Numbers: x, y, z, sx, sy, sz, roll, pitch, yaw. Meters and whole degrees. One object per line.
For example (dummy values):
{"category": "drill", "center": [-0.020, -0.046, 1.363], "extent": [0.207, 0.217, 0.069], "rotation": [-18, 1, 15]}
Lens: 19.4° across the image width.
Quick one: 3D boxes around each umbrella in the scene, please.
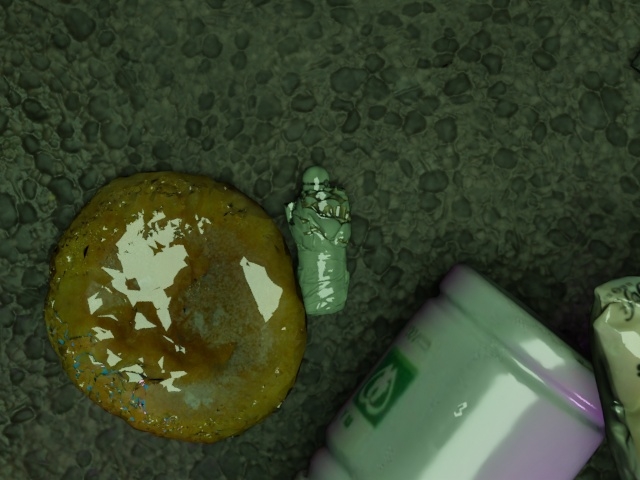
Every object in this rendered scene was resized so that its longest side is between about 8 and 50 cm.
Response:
{"category": "umbrella", "center": [0.000, 0.000, 1.780], "extent": [0.067, 0.062, 0.143], "rotation": [-1, 98, 29]}

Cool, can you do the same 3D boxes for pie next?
{"category": "pie", "center": [-0.136, 0.066, 1.774], "extent": [0.273, 0.069, 0.273], "rotation": [1, 95, 7]}

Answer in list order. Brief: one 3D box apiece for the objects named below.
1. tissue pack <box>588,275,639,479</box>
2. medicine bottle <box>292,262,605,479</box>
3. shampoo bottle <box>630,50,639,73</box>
{"category": "tissue pack", "center": [0.392, 0.178, 1.682], "extent": [0.375, 0.195, 0.390], "rotation": [-22, 101, -39]}
{"category": "medicine bottle", "center": [0.112, 0.206, 1.727], "extent": [0.212, 0.212, 0.325], "rotation": [36, 94, -5]}
{"category": "shampoo bottle", "center": [0.353, -0.224, 1.772], "extent": [0.080, 0.040, 0.165], "rotation": [34, 95, -6]}
